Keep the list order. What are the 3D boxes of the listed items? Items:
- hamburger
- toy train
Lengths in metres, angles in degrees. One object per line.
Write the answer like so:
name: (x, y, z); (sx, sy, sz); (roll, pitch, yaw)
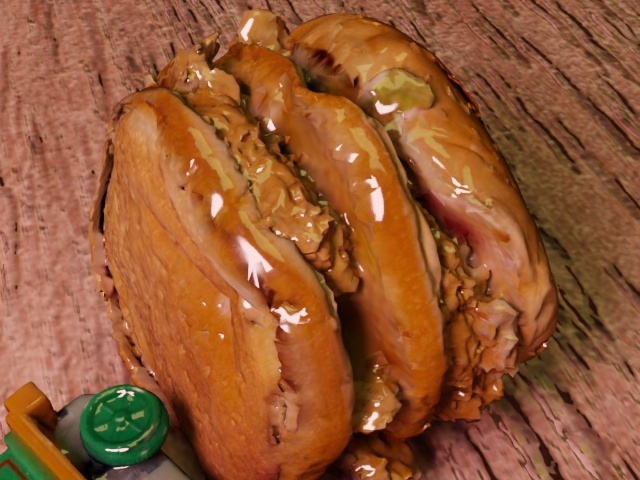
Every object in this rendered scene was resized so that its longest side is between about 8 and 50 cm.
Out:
hamburger: (-0.009, -0.003, 0.648); (0.211, 0.245, 0.260); (-23, 21, -21)
toy train: (-0.098, 0.157, 0.560); (0.136, 0.091, 0.228); (-35, 54, -23)
